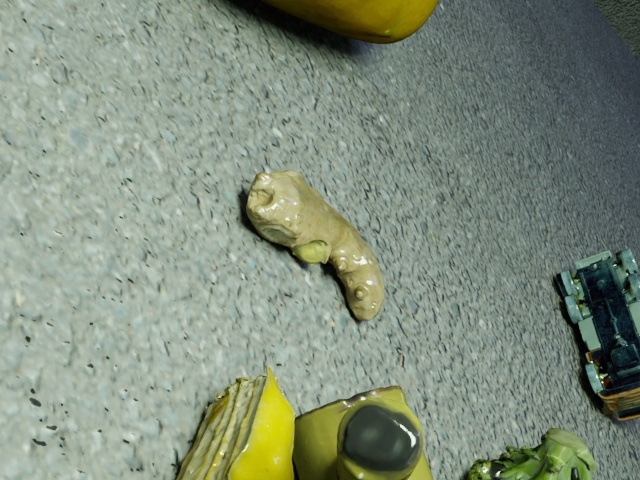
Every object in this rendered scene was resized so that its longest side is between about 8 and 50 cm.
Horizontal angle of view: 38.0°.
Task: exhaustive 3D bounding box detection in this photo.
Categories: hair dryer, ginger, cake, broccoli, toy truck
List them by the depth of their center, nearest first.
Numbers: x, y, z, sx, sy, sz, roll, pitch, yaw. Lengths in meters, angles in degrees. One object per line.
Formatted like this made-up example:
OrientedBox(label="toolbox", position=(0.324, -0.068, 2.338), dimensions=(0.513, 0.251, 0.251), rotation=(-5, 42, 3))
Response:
OrientedBox(label="cake", position=(-0.037, 0.169, 0.541), dimensions=(0.116, 0.080, 0.185), rotation=(50, 26, -13))
OrientedBox(label="hair dryer", position=(0.033, 0.146, 0.545), dimensions=(0.278, 0.090, 0.135), rotation=(86, -14, -71))
OrientedBox(label="ginger", position=(0.001, -0.002, 0.785), dimensions=(0.173, 0.051, 0.069), rotation=(39, 38, -31))
OrientedBox(label="broccoli", position=(0.196, 0.225, 0.818), dimensions=(0.131, 0.120, 0.130), rotation=(9, 20, -15))
OrientedBox(label="toy truck", position=(0.409, 0.124, 1.270), dimensions=(0.140, 0.108, 0.256), rotation=(53, 23, -42))

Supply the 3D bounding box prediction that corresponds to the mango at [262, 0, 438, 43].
OrientedBox(label="mango", position=(-0.008, -0.351, 0.915), dimensions=(0.446, 0.232, 0.300), rotation=(27, 38, -54))
